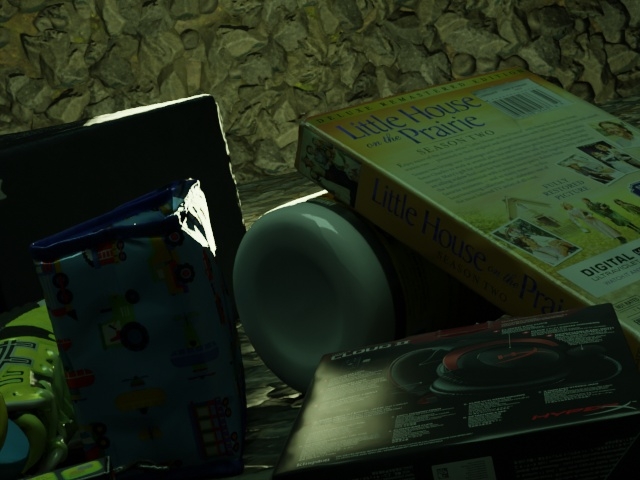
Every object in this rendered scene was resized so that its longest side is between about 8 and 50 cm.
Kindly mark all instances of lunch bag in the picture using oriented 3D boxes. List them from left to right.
[{"bbox_3d":[-0.127,0.068,1.269,0.138,0.220,0.293,-11,9,12],"label":"lunch bag"}]

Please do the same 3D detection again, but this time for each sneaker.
[{"bbox_3d":[-0.262,0.162,1.186,0.147,0.145,0.384,-8,21,25],"label":"sneaker"}]

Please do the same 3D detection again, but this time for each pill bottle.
[{"bbox_3d":[0.089,0.018,1.388,0.188,0.187,0.334,-4,12,44],"label":"pill bottle"}]

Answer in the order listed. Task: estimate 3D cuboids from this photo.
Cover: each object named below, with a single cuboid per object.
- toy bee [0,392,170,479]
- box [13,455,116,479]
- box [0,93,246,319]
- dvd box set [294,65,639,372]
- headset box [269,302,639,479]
[{"bbox_3d":[-0.220,0.180,0.920,0.298,0.195,0.162,-5,30,-23],"label":"toy bee"},{"bbox_3d":[-0.215,0.213,0.844,0.207,0.114,0.036,-14,9,-6],"label":"box"},{"bbox_3d":[-0.407,0.029,1.676,0.472,0.297,0.480,-9,9,30],"label":"box"},{"bbox_3d":[0.224,-0.028,1.251,0.308,0.062,0.420,-18,40,-39],"label":"dvd box set"},{"bbox_3d":[0.102,0.133,0.901,0.218,0.110,0.293,-11,9,8],"label":"headset box"}]
